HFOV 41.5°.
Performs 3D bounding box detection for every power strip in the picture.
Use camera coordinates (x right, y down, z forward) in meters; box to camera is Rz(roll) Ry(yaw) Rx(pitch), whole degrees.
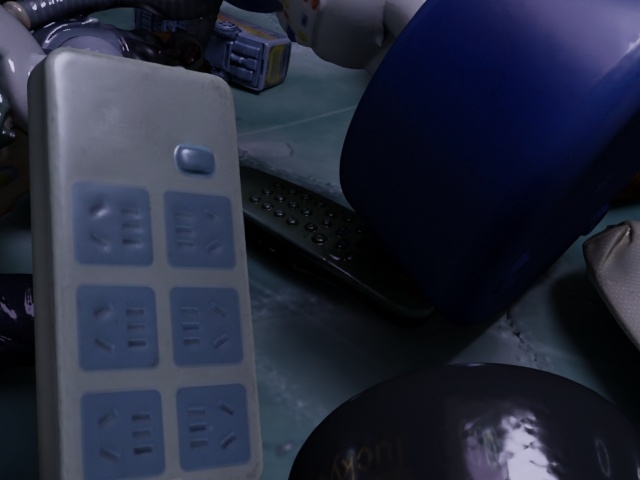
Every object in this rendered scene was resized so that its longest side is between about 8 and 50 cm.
[{"bbox_3d":[-0.097,0.018,0.467,0.118,0.046,0.270,3,76,-36],"label":"power strip"}]

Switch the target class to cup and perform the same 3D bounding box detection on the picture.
[{"bbox_3d":[0.046,0.166,0.356,0.223,0.169,0.176,-23,40,17],"label":"cup"}]

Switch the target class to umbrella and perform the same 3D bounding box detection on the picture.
[{"bbox_3d":[-0.288,0.052,0.531,0.249,0.070,0.071,-1,35,-1],"label":"umbrella"}]

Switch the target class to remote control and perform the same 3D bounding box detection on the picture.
[{"bbox_3d":[0.000,0.000,0.660,0.222,0.042,0.072,29,41,26],"label":"remote control"}]

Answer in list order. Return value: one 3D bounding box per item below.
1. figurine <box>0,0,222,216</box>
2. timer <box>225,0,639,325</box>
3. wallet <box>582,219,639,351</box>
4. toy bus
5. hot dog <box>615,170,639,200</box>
[{"bbox_3d":[-0.227,-0.087,0.604,0.186,0.261,0.382,58,30,8],"label":"figurine"},{"bbox_3d":[0.052,-0.157,0.595,0.383,0.270,0.270,42,46,18],"label":"timer"},{"bbox_3d":[0.340,0.074,0.605,0.336,0.068,0.274,-1,39,-22],"label":"wallet"},{"bbox_3d":[-0.123,-0.227,0.941,0.191,0.064,0.075,28,34,27],"label":"toy bus"},{"bbox_3d":[0.229,-0.202,0.872,0.267,0.174,0.387,-12,40,-22],"label":"hot dog"}]
